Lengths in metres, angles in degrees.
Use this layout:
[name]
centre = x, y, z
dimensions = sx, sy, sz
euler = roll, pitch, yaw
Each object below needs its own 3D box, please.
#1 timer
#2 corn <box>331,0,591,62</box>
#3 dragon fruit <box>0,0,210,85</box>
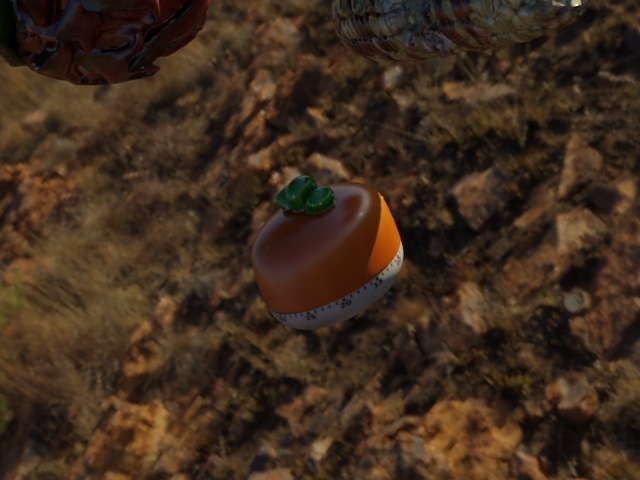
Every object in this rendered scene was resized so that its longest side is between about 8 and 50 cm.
[timer]
centre = 0.000, 0.000, 0.909
dimensions = 0.136, 0.136, 0.099
euler = -56, 29, -12
[corn]
centre = 0.097, -0.183, 0.808
dimensions = 0.098, 0.098, 0.290
euler = -53, 23, -8
[dragon fruit]
centre = -0.175, -0.254, 0.910
dimensions = 0.293, 0.234, 0.234
euler = -48, 34, -19
